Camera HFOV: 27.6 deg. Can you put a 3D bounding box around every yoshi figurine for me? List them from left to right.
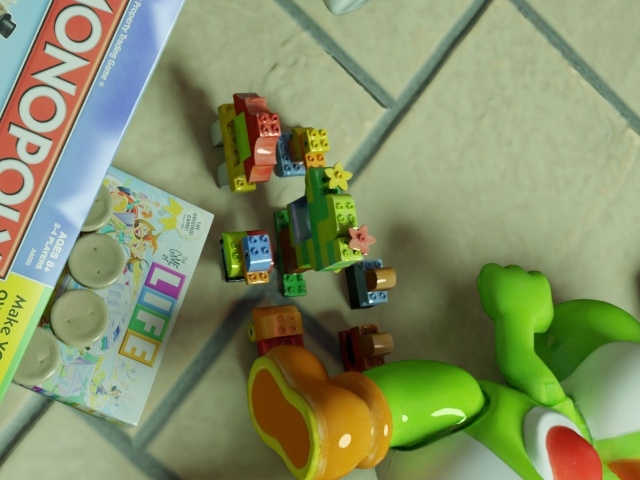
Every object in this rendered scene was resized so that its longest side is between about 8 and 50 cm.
[{"bbox_3d":[0.121,0.125,0.888,0.362,0.203,0.203,-7,59,-26],"label":"yoshi figurine"}]

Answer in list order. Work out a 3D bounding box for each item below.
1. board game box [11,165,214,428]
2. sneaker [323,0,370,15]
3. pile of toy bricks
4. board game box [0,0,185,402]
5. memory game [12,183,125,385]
[{"bbox_3d":[-0.143,0.032,0.849,0.103,0.026,0.154,25,68,-19],"label":"board game box"},{"bbox_3d":[0.049,-0.295,0.983,0.147,0.104,0.296,43,57,-9],"label":"sneaker"},{"bbox_3d":[0.000,0.000,0.882,0.118,0.105,0.212,-6,81,-27],"label":"pile of toy bricks"},{"bbox_3d":[-0.211,-0.086,0.696,0.213,0.046,0.317,23,95,-20],"label":"board game box"},{"bbox_3d":[-0.214,0.007,0.806,0.186,0.012,0.186,4,72,-11],"label":"memory game"}]
